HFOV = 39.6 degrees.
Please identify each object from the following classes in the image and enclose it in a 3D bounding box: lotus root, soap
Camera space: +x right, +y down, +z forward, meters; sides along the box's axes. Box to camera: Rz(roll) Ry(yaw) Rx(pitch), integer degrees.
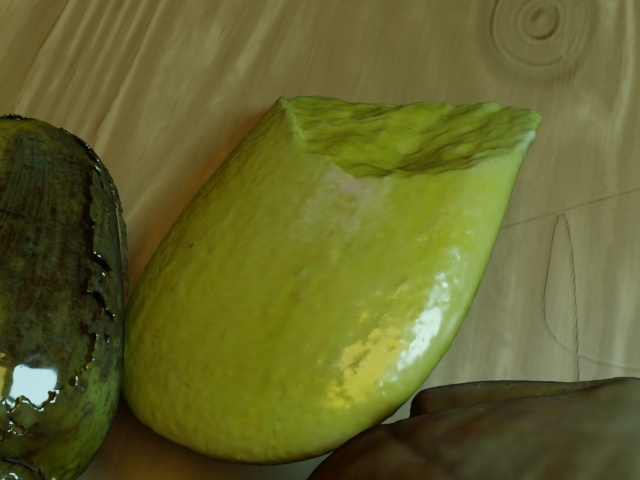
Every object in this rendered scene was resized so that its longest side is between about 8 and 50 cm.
[{"bbox_3d":[-0.252,0.054,0.700,0.196,0.179,0.397,1,46,-18],"label":"lotus root"},{"bbox_3d":[-0.001,-0.003,0.771,0.306,0.115,0.427,11,53,28],"label":"soap"}]

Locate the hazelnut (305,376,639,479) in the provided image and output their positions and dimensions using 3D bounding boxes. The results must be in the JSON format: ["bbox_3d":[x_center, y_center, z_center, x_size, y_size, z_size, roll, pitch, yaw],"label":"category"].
[{"bbox_3d":[0.162,0.262,0.563,0.409,0.359,0.359,21,61,12],"label":"hazelnut"}]
